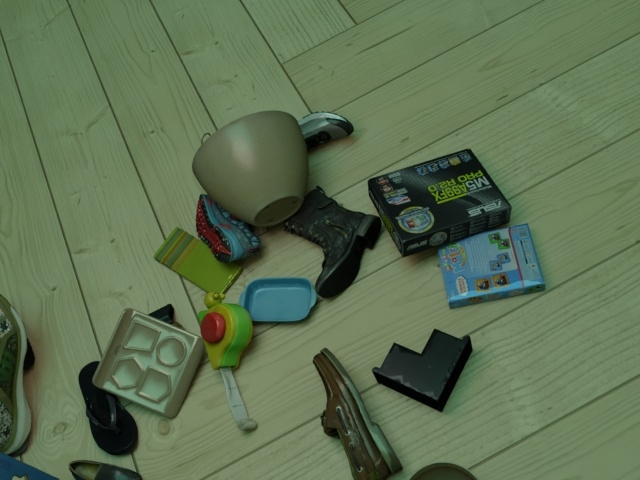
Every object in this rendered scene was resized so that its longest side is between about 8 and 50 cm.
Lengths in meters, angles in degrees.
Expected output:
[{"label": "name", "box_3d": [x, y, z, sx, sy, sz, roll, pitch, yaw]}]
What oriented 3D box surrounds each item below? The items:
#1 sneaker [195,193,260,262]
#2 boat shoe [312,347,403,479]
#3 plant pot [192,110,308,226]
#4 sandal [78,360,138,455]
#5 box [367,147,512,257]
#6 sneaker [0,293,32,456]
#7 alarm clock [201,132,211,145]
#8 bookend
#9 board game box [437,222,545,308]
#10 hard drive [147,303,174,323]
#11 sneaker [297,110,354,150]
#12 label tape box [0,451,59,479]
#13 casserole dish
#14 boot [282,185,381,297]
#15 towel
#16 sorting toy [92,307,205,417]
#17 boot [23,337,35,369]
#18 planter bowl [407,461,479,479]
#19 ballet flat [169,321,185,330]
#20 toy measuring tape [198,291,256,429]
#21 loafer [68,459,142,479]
[{"label": "sneaker", "box_3d": [-0.231, -0.029, 1.935, 0.125, 0.104, 0.262, -4, 36, -29]}, {"label": "boat shoe", "box_3d": [0.047, 0.363, 1.596, 0.104, 0.111, 0.307, -30, 57, -5]}, {"label": "plant pot", "box_3d": [-0.140, -0.147, 1.847, 0.284, 0.284, 0.191, -27, 69, -2]}, {"label": "sandal", "box_3d": [-0.501, 0.384, 1.770, 0.097, 0.054, 0.254, -35, 57, -6]}, {"label": "box", "box_3d": [0.272, -0.092, 1.796, 0.269, 0.060, 0.216, -17, 49, -8]}, {"label": "sneaker", "box_3d": [-0.771, 0.295, 1.749, 0.158, 0.182, 0.411, -16, 80, 11]}, {"label": "alarm clock", "box_3d": [-0.266, -0.209, 1.979, 0.064, 0.192, 0.129, 22, 68, 25]}, {"label": "bookend", "box_3d": [0.217, 0.254, 1.637, 0.157, 0.072, 0.156, 20, 66, 26]}, {"label": "board game box", "box_3d": [0.377, 0.056, 1.731, 0.211, 0.039, 0.160, -11, 57, 8]}, {"label": "hard drive", "box_3d": [-0.416, 0.200, 1.844, 0.135, 0.022, 0.094, -27, 15, -1]}, {"label": "sneaker", "box_3d": [-0.042, -0.266, 2.017, 0.271, 0.100, 0.108, -7, 68, 18]}, {"label": "label tape box", "box_3d": [-0.676, 0.623, 1.567, 0.105, 0.241, 0.334, -5, 58, 15]}, {"label": "casserole dish", "box_3d": [-0.097, 0.144, 1.813, 0.188, 0.037, 0.114, -3, 60, 15]}, {"label": "boot", "box_3d": [0.000, 0.000, 1.854, 0.228, 0.091, 0.263, 22, 64, 31]}, {"label": "towel", "box_3d": [-0.308, 0.056, 1.936, 0.237, 0.021, 0.102, 29, 74, 28]}, {"label": "sorting toy", "box_3d": [-0.388, 0.278, 1.765, 0.208, 0.038, 0.193, 22, 81, 3]}, {"label": "boot", "box_3d": [-0.844, 0.273, 1.914, 0.207, 0.094, 0.246, -39, 69, 2]}, {"label": "planter bowl", "box_3d": [0.238, 0.512, 1.455, 0.162, 0.109, 0.162, -7, 58, 12]}, {"label": "ballet flat", "box_3d": [-0.411, 0.253, 1.828, 0.206, 0.073, 0.067, -23, 30, -2]}, {"label": "toy measuring tape", "box_3d": [-0.188, 0.249, 1.720, 0.121, 0.121, 0.330, -24, 63, 1]}, {"label": "loafer", "box_3d": [-0.471, 0.514, 1.680, 0.169, 0.061, 0.062, 3, 60, 16]}]
